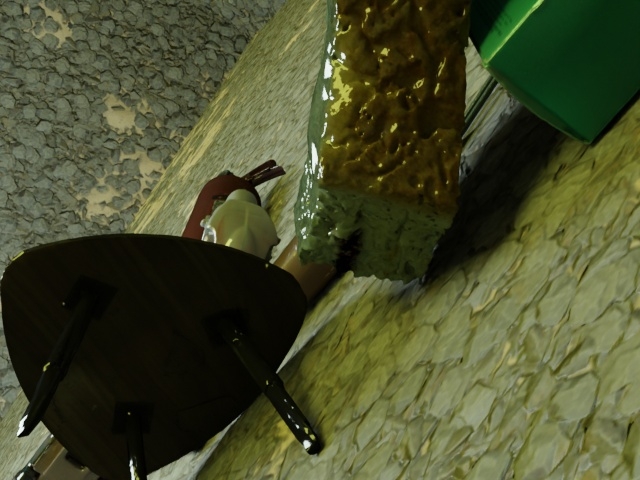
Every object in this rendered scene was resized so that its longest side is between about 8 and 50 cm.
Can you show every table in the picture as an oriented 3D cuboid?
[{"bbox_3d":[-0.140,0.162,1.103,0.317,0.317,0.249,-49,27,16],"label":"table"}]

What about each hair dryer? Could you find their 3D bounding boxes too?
[{"bbox_3d":[0.000,0.000,1.350,0.117,0.064,0.181,-50,6,19],"label":"hair dryer"}]

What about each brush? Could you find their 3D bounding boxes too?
[{"bbox_3d":[0.117,-0.081,1.209,0.266,0.027,0.062,-55,13,-10],"label":"brush"}]

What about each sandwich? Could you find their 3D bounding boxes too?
[{"bbox_3d":[0.053,-0.125,1.050,0.262,0.131,0.325,-159,74,-86],"label":"sandwich"}]

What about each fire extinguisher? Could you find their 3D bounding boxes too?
[{"bbox_3d":[-0.133,-0.033,1.782,0.147,0.106,0.337,-21,26,18],"label":"fire extinguisher"}]

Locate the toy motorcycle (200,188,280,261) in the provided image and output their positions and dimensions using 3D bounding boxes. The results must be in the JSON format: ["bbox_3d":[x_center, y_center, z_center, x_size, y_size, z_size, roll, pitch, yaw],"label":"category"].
[{"bbox_3d":[-0.111,0.057,1.341,0.171,0.110,0.260,136,147,-72],"label":"toy motorcycle"}]

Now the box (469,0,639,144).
[{"bbox_3d":[0.262,-0.248,0.953,0.311,0.118,0.205,-50,16,16],"label":"box"}]

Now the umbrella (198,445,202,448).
[{"bbox_3d":[-0.188,0.234,1.388,0.050,0.046,0.188,-10,-7,-27],"label":"umbrella"}]

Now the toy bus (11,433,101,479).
[{"bbox_3d":[-0.333,0.284,1.629,0.317,0.112,0.138,-48,11,18],"label":"toy bus"}]
